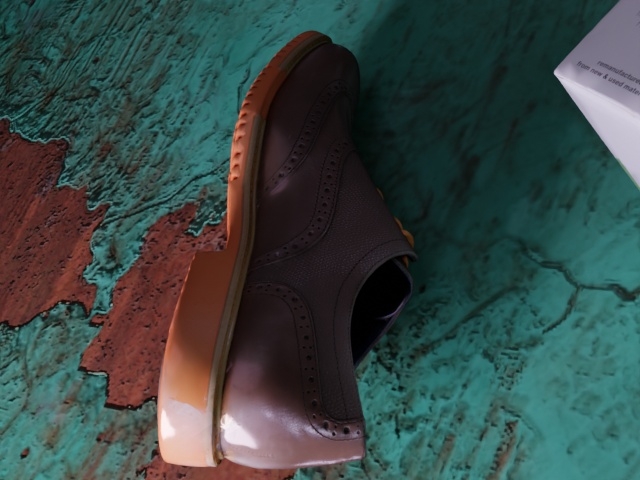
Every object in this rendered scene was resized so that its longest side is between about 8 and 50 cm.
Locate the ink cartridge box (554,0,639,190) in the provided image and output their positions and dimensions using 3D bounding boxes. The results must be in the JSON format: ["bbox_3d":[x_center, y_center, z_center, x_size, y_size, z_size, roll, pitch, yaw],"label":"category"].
[{"bbox_3d":[0.248,-0.102,0.685,0.212,0.154,0.093,-47,38,0],"label":"ink cartridge box"}]

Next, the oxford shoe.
[{"bbox_3d":[0.000,0.000,0.873,0.132,0.130,0.364,7,49,7],"label":"oxford shoe"}]
